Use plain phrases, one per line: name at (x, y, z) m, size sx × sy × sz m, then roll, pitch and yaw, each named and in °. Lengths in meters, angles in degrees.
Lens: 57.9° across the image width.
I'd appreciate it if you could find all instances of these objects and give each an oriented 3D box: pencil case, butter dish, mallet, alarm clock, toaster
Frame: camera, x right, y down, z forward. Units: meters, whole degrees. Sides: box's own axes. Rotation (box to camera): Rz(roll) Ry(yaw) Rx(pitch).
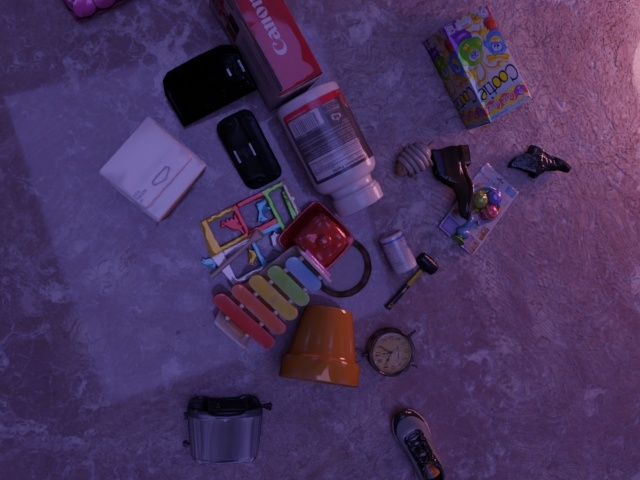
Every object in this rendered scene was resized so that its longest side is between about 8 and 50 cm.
pencil case at (-0.517, -0.613, 1.389) m, size 0.209 × 0.095 × 0.098 m, roll -29°, pitch 83°, yaw -11°
butter dish at (0.000, 0.000, 1.485) m, size 0.160 × 0.118 × 0.160 m, roll 45°, pitch 82°, yaw -11°
mallet at (0.244, 0.113, 1.618) m, size 0.189 × 0.039 × 0.062 m, roll -41°, pitch 101°, yaw -3°
alarm clock at (0.172, 0.307, 1.597) m, size 0.192 × 0.064 × 0.129 m, roll -4°, pitch 94°, yaw -14°
toaster at (-0.238, 0.486, 1.489) m, size 0.227 × 0.129 × 0.146 m, roll 2°, pitch 97°, yaw -14°

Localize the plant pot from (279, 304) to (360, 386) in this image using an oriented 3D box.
plant pot at (0.007, 0.272, 1.504) m, size 0.205 × 0.205 × 0.188 m, roll 12°, pitch 75°, yaw -12°

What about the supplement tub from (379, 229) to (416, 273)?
supplement tub at (0.212, 0.030, 1.587) m, size 0.071 × 0.071 × 0.107 m, roll -28°, pitch 99°, yaw -9°

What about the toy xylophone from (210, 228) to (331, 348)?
toy xylophone at (-0.144, 0.121, 1.464) m, size 0.236 × 0.081 × 0.323 m, roll 38°, pitch 107°, yaw -17°

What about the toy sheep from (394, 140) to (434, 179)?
toy sheep at (0.259, -0.222, 1.577) m, size 0.132 × 0.091 × 0.091 m, roll -44°, pitch 101°, yaw -1°

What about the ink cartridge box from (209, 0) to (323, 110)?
ink cartridge box at (-0.131, -0.494, 1.382) m, size 0.130 × 0.272 × 0.309 m, roll -31°, pitch 99°, yaw -9°

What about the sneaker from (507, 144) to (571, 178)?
sneaker at (0.635, -0.213, 1.676) m, size 0.170 × 0.051 × 0.089 m, roll 27°, pitch 87°, yaw -7°

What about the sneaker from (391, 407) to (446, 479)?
sneaker at (0.287, 0.592, 1.616) m, size 0.100 × 0.108 × 0.271 m, roll -27°, pitch 97°, yaw -8°

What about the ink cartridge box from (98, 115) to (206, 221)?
ink cartridge box at (-0.387, -0.162, 1.365) m, size 0.168 × 0.232 × 0.171 m, roll 40°, pitch 84°, yaw -11°

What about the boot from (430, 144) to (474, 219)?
boot at (0.360, -0.160, 1.598) m, size 0.106 × 0.082 × 0.219 m, roll 0°, pitch 72°, yaw -2°

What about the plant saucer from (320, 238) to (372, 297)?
plant saucer at (0.057, 0.073, 1.577) m, size 0.168 × 0.029 × 0.168 m, roll 0°, pitch 92°, yaw -12°

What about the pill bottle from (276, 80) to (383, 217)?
pill bottle at (0.033, -0.227, 1.480) m, size 0.176 × 0.176 × 0.319 m, roll -29°, pitch 99°, yaw -9°

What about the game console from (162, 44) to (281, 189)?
game console at (-0.231, -0.294, 1.469) m, size 0.213 × 0.044 × 0.361 m, roll -24°, pitch 108°, yaw 10°

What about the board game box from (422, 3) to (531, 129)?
board game box at (0.422, -0.463, 1.567) m, size 0.144 × 0.142 × 0.275 m, roll -31°, pitch 99°, yaw -9°

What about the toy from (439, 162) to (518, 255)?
toy at (0.460, -0.089, 1.640) m, size 0.137 × 0.056 × 0.237 m, roll 40°, pitch 85°, yaw -12°

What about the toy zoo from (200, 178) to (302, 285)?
toy zoo at (-0.181, -0.011, 1.520) m, size 0.293 × 0.030 × 0.192 m, roll -27°, pitch 99°, yaw -9°
